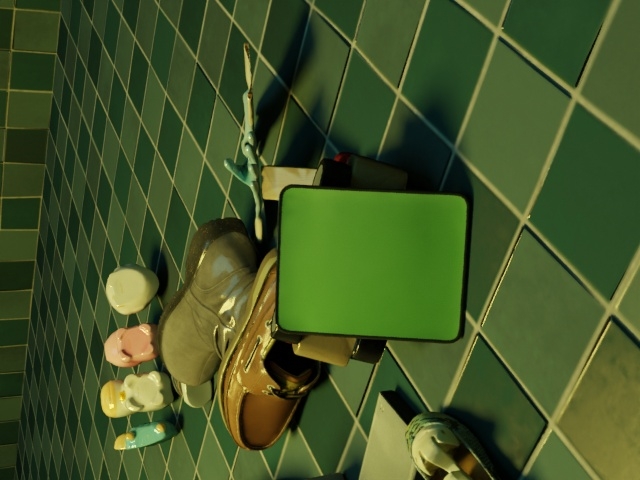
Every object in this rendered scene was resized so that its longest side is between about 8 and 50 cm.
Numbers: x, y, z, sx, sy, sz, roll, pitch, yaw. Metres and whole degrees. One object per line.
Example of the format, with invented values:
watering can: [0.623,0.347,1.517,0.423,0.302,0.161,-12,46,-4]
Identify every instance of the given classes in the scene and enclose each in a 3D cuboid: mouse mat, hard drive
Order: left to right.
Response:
mouse mat: [0.050,0.024,0.893,0.007,0.189,0.153,-53,-34,-80]
hard drive: [0.081,0.248,0.996,0.094,0.022,0.135,45,130,53]

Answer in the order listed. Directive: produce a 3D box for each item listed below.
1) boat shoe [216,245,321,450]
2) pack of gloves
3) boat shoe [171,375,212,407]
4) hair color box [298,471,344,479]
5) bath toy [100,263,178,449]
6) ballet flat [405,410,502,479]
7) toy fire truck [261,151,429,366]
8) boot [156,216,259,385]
boat shoe: [-0.059,0.160,1.167,0.104,0.110,0.307,48,133,53]
pack of gloves: [-0.108,-0.123,1.226,0.232,0.046,0.195,98,166,-71]
boat shoe: [-0.227,0.189,1.545,0.083,0.065,0.183,10,101,61]
hair color box: [-0.091,0.460,1.164,0.114,0.185,0.374,63,143,39]
bath toy: [-0.353,0.221,1.742,0.129,0.151,0.348,50,-148,-76]
ballet flat: [0.129,0.218,0.849,0.188,0.070,0.070,43,129,49]
toy fire truck: [0.000,0.000,1.027,0.246,0.158,0.217,-119,44,-77]
boot: [-0.145,0.154,1.342,0.223,0.118,0.338,56,143,39]
